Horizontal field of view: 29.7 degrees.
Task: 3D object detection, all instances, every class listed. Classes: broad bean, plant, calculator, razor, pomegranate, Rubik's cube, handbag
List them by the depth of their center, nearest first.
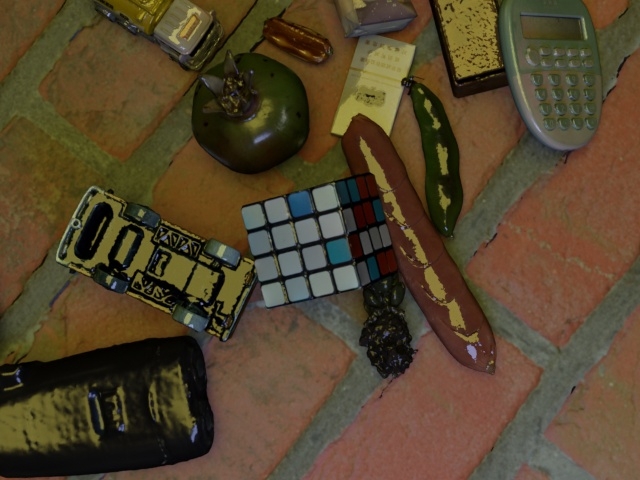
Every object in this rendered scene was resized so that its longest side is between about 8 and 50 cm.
[{"bbox_3d":[0.000,0.000,1.709,0.154,0.151,0.155,-15,92,24],"label":"Rubik's cube"},{"bbox_3d":[-0.110,-0.192,1.755,0.181,0.224,0.181,-2,82,13],"label":"pomegranate"},{"bbox_3d":[0.097,0.115,1.774,0.087,0.085,0.174,-3,76,-1],"label":"plant"},{"bbox_3d":[0.338,-0.276,1.776,0.184,0.042,0.295,-4,83,-35],"label":"calculator"},{"bbox_3d":[-0.324,0.249,1.777,0.327,0.107,0.189,-8,84,5],"label":"razor"},{"bbox_3d":[0.177,-0.126,1.812,0.065,0.046,0.254,-10,84,-13],"label":"broad bean"},{"bbox_3d":[0.067,-0.397,1.829,0.117,0.095,0.173,-13,82,-30],"label":"handbag"}]

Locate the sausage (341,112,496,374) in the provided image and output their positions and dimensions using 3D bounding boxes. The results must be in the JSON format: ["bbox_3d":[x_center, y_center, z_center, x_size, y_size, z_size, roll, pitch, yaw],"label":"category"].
[{"bbox_3d":[0.142,0.009,1.777,0.088,0.088,0.433,-28,84,1],"label":"sausage"}]

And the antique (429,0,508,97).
[{"bbox_3d":[0.210,-0.379,1.819,0.093,0.087,0.310,-14,83,4],"label":"antique"}]

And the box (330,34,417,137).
[{"bbox_3d":[0.081,-0.229,1.842,0.090,0.024,0.167,17,85,6],"label":"box"}]

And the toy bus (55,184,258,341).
[{"bbox_3d":[-0.231,0.035,1.767,0.275,0.167,0.138,25,86,2],"label":"toy bus"}]

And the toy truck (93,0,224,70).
[{"bbox_3d":[-0.263,-0.356,1.837,0.227,0.114,0.098,34,87,7],"label":"toy truck"}]

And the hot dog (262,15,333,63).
[{"bbox_3d":[-0.036,-0.309,1.857,0.122,0.037,0.049,30,98,12],"label":"hot dog"}]
